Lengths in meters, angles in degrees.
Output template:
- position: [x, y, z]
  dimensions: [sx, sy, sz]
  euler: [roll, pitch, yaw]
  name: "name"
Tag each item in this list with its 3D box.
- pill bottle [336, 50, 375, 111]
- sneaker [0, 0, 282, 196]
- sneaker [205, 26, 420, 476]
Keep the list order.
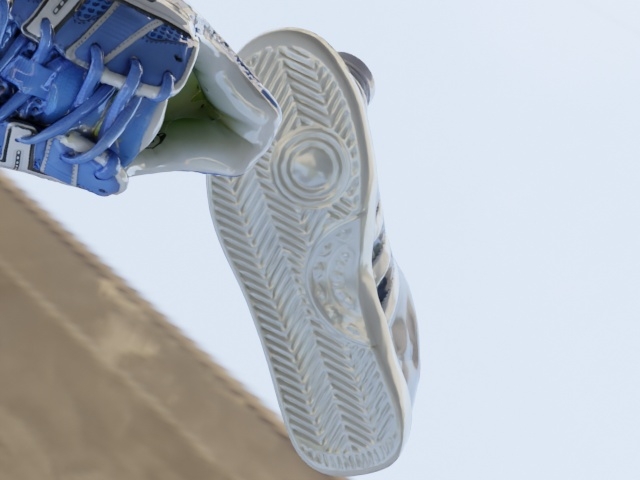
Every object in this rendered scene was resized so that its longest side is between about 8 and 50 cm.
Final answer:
- position: [-0.009, -0.113, 1.620]
  dimensions: [0.087, 0.087, 0.160]
  euler: [31, -138, 6]
  name: "pill bottle"
- position: [-0.082, -0.059, 0.485]
  dimensions: [0.081, 0.080, 0.211]
  euler: [35, -164, 24]
  name: "sneaker"
- position: [0.000, 0.000, 1.336]
  dimensions: [0.131, 0.350, 0.148]
  euler: [-5, -162, 12]
  name: "sneaker"
